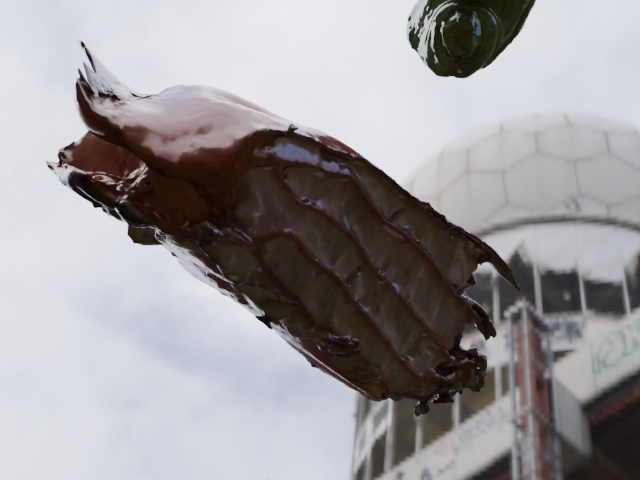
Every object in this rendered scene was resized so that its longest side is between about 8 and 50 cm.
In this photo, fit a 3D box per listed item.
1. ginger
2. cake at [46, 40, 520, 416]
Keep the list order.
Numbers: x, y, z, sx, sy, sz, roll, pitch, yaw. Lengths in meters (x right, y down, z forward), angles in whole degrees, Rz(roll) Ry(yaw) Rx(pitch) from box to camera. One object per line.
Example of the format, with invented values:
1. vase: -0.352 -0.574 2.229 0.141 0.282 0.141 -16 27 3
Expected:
1. ginger: 0.127 -0.239 0.906 0.089 0.137 0.290 27 -83 30
2. cake: -0.003 0.006 0.700 0.287 0.135 0.098 31 -97 -29
